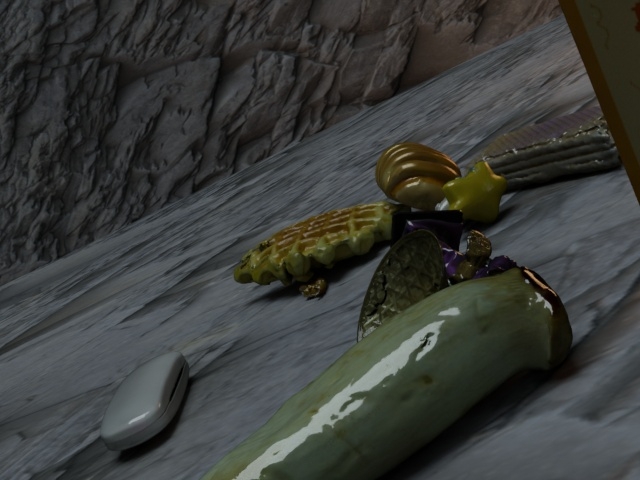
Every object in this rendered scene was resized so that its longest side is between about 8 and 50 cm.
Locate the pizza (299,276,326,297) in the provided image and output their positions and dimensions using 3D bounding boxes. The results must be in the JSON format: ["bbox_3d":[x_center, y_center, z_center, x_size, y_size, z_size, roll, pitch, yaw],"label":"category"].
[{"bbox_3d":[-0.010,0.061,1.149,0.037,0.016,0.083,-26,11,-2],"label":"pizza"}]

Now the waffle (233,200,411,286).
[{"bbox_3d":[-0.001,-0.002,1.274,0.250,0.056,0.261,-29,11,-33],"label":"waffle"}]

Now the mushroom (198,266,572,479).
[{"bbox_3d":[0.038,0.122,0.636,0.333,0.087,0.107,-32,13,-12],"label":"mushroom"}]

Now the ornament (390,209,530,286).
[{"bbox_3d":[0.152,0.031,0.829,0.081,0.088,0.203,-6,15,-27],"label":"ornament"}]

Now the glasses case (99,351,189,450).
[{"bbox_3d":[-0.194,0.176,0.974,0.076,0.049,0.197,-26,12,5],"label":"glasses case"}]

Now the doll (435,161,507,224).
[{"bbox_3d":[0.189,-0.046,1.103,0.135,0.072,0.113,-31,-7,-48],"label":"doll"}]

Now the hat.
[{"bbox_3d":[0.098,0.068,0.799,0.146,0.067,0.146,-52,26,39],"label":"hat"}]

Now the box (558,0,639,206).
[{"bbox_3d":[0.369,-0.147,0.635,0.283,0.260,0.213,-34,16,-31],"label":"box"}]

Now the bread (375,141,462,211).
[{"bbox_3d":[0.145,-0.088,1.231,0.119,0.084,0.177,15,14,-8],"label":"bread"}]

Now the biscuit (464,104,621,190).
[{"bbox_3d":[0.304,-0.117,1.135,0.108,0.062,0.238,-38,15,-35],"label":"biscuit"}]
